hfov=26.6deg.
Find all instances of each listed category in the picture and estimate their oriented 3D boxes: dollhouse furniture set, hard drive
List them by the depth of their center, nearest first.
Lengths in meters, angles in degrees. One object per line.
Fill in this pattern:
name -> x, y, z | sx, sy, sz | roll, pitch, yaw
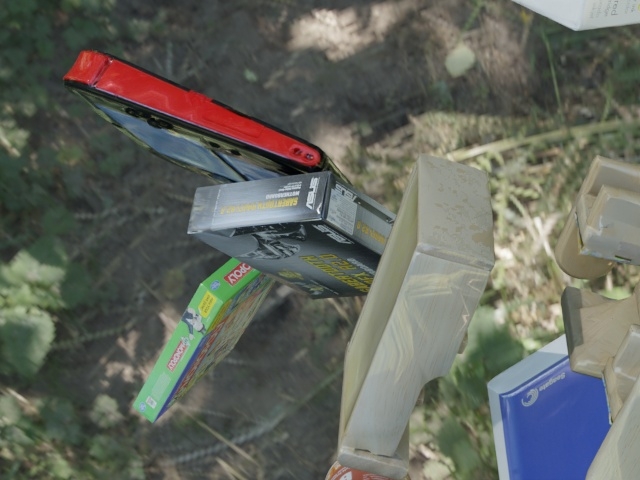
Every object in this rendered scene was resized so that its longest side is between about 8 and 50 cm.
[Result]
dollhouse furniture set -> 0.241, 0.113, 1.273 | 0.394, 0.256, 0.362 | 15, 33, -6
hard drive -> 0.321, 0.265, 1.757 | 0.210, 0.318, 0.040 | -28, 37, -22

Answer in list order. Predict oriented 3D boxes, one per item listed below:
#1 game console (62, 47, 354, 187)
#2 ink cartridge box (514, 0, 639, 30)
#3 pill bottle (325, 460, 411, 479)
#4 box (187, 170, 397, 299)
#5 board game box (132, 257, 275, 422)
game console -> -0.110, -0.106, 1.655 | 0.342, 0.386, 0.060 | 26, 86, 16
ink cartridge box -> 0.368, -0.343, 1.402 | 0.353, 0.207, 0.119 | -13, 33, -35
pill bottle -> 0.065, 0.356, 1.720 | 0.121, 0.216, 0.121 | 0, 102, -1
box -> 0.000, 0.000, 1.464 | 0.183, 0.231, 0.056 | -6, 66, 36
board game box -> -0.153, 0.118, 2.012 | 0.046, 0.317, 0.213 | 40, 45, 7
